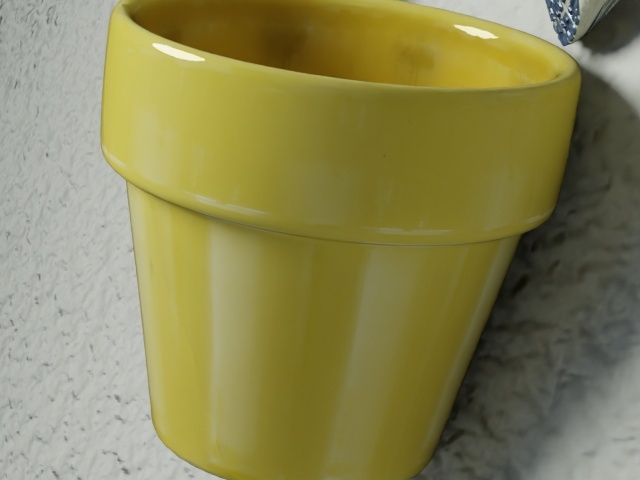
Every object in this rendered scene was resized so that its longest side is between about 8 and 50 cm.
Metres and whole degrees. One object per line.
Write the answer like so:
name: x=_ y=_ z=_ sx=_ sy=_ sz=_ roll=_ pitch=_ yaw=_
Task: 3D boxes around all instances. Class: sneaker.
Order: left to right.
sneaker: x=0.158 y=-0.144 z=1.032 sx=0.135 sy=0.058 sz=0.052 roll=127 pitch=129 yaw=-74

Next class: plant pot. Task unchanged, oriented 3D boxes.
plant pot: x=0.000 y=0.000 z=1.052 sx=0.254 sy=0.254 sz=0.239 roll=-139 pitch=53 yaw=-62
